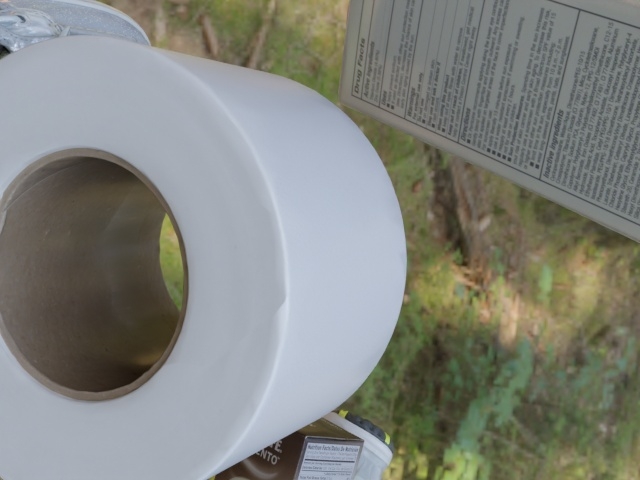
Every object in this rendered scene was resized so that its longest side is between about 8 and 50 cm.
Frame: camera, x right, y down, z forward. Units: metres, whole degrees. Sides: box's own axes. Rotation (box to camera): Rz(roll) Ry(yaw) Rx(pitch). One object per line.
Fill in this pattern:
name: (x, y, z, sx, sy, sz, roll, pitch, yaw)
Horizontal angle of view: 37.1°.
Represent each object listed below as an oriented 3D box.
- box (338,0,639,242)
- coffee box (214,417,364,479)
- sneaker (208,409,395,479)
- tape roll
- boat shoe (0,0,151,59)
box: (0.165, -0.119, 0.651, 0.121, 0.311, 0.148, -20, 130, -40)
coffee box: (-0.057, 0.322, 1.107, 0.098, 0.141, 0.247, 15, 91, -41)
sneaker: (-0.062, 0.352, 1.322, 0.145, 0.384, 0.147, 38, 48, -13)
tape roll: (-0.090, 0.013, 0.558, 0.169, 0.246, 0.246, -9, 104, -65)
boat shoe: (-0.235, -0.083, 0.585, 0.320, 0.103, 0.118, -12, 134, -42)
